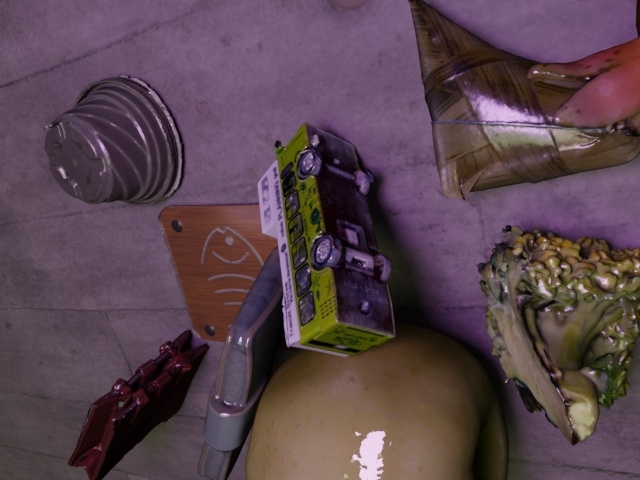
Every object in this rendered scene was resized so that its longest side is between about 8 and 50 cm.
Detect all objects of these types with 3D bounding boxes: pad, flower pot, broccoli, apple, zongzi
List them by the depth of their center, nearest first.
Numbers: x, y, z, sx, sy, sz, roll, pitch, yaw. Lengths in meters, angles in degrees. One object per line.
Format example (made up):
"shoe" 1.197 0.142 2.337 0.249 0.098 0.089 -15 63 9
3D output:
"zongzi" 0.219 -0.181 0.627 0.220 0.112 0.242 -8 102 30
"broccoli" 0.304 0.100 0.652 0.180 0.273 0.243 -13 112 0
"apple" 0.082 0.279 0.792 0.357 0.357 0.358 13 120 24
"flower pot" -0.360 -0.150 0.959 0.235 0.140 0.236 13 118 25
"pad" -0.151 0.068 1.026 0.286 0.018 0.284 1 114 29

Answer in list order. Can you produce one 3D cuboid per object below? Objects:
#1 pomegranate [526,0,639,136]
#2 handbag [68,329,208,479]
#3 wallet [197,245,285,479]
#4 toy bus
"pomegranate" 0.352 -0.147 0.426 0.323 0.291 0.291 -44 88 11
"handbag" -0.359 0.327 1.128 0.084 0.260 0.276 40 126 10
"wallet" -0.114 0.206 0.912 0.083 0.252 0.361 18 124 2
"toy bus" 0.000 0.000 0.736 0.113 0.302 0.139 19 136 -34
